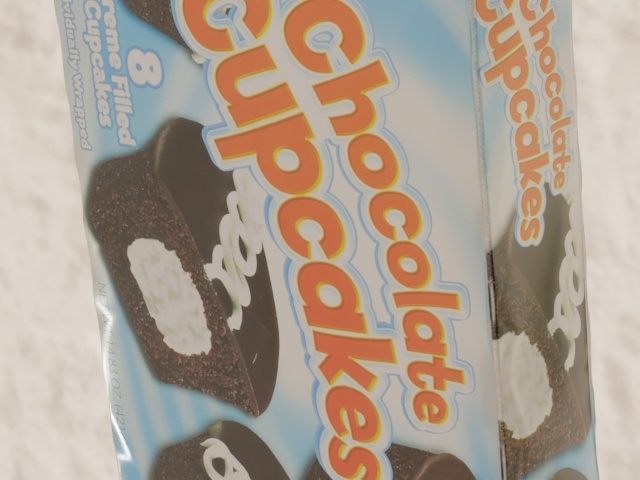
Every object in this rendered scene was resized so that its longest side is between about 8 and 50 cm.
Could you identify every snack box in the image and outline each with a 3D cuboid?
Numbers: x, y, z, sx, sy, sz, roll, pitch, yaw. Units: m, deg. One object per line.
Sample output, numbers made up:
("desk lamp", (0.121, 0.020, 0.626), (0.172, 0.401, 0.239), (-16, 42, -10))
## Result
("snack box", (0.000, 0.000, 0.680), (0.187, 0.060, 0.322), (9, 113, 40))
